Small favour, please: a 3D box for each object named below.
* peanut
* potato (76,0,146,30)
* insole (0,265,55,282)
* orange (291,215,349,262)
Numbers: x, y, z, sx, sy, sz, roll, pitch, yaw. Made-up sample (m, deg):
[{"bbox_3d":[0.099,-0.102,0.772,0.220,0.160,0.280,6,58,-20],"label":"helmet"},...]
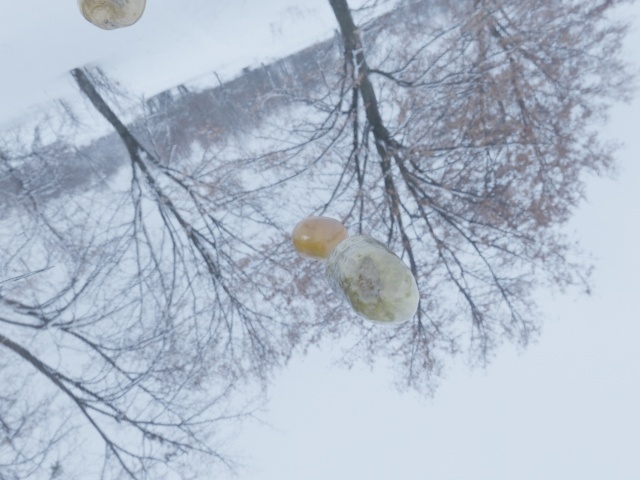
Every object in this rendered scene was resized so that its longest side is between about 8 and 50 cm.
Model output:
[{"bbox_3d":[0.075,0.057,0.688,0.110,0.120,0.236,-17,-166,-9],"label":"peanut"},{"bbox_3d":[-0.376,-0.448,0.870,0.147,0.112,0.112,-31,-165,30],"label":"potato"},{"bbox_3d":[-0.619,0.083,0.931,0.253,0.005,0.086,-16,-177,23],"label":"insole"},{"bbox_3d":[0.000,0.000,1.287,0.156,0.124,0.156,3,168,1],"label":"orange"}]
